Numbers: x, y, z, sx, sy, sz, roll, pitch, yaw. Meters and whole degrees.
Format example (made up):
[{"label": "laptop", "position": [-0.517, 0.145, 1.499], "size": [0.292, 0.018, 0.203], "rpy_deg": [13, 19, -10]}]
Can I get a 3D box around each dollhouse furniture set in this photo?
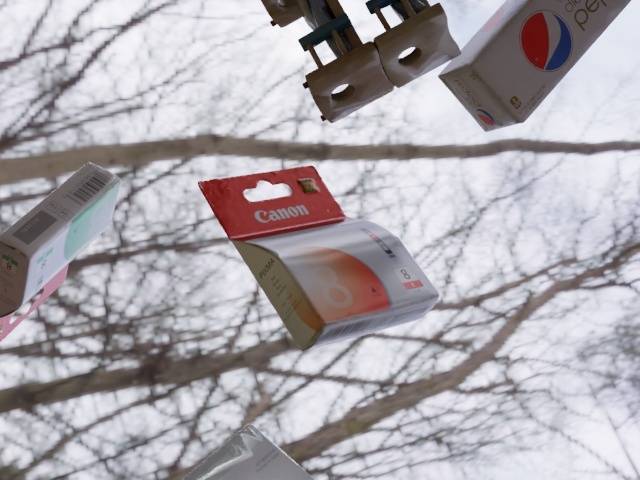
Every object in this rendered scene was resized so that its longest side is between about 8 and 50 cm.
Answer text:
[{"label": "dollhouse furniture set", "position": [0.010, -0.212, 1.124], "size": [0.129, 0.183, 0.129], "rpy_deg": [-29, -122, 3]}]

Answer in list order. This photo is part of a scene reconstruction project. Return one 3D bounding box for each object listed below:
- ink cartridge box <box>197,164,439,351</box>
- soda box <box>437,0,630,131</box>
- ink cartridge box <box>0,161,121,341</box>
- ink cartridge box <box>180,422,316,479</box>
[{"label": "ink cartridge box", "position": [0.000, 0.000, 1.185], "size": [0.045, 0.145, 0.179], "rpy_deg": [-49, -116, 39]}, {"label": "soda box", "position": [0.206, -0.198, 1.264], "size": [0.074, 0.216, 0.069], "rpy_deg": [47, -19, -14]}, {"label": "ink cartridge box", "position": [-0.329, 0.035, 1.704], "size": [0.056, 0.181, 0.224], "rpy_deg": [30, -45, 12]}, {"label": "ink cartridge box", "position": [-0.063, 0.330, 1.347], "size": [0.239, 0.275, 0.060], "rpy_deg": [37, -51, 14]}]
